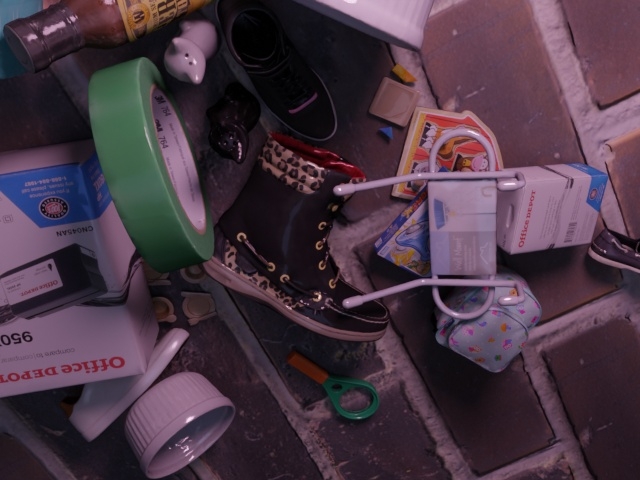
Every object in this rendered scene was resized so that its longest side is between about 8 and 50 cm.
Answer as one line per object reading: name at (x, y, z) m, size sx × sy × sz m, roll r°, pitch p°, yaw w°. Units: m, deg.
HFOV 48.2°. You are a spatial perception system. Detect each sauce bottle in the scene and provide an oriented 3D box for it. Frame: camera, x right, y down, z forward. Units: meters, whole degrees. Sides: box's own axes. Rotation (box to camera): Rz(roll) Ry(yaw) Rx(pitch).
sauce bottle at (-0.271, -0.338, 1.007) m, size 0.344 × 0.111 × 0.111 m, roll -38°, pitch 118°, yaw -25°

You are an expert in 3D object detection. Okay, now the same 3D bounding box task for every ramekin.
ramekin at (-0.278, 0.348, 1.379) m, size 0.109 × 0.207 × 0.207 m, roll 45°, pitch 109°, yaw 23°
ramekin at (0.042, -0.387, 1.023) m, size 0.277 × 0.277 × 0.135 m, roll 20°, pitch 104°, yaw -15°

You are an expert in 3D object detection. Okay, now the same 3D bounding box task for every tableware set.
tableware set at (-0.273, 0.092, 1.352) m, size 0.141 × 0.020 × 0.168 m, roll -6°, pitch 116°, yaw -3°

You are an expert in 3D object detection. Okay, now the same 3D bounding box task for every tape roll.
tape roll at (-0.249, -0.112, 1.090) m, size 0.077 × 0.321 × 0.321 m, roll -16°, pitch 116°, yaw 1°

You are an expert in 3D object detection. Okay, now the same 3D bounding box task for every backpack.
backpack at (0.325, 0.145, 1.376) m, size 0.166 × 0.144 × 0.188 m, roll 31°, pitch 105°, yaw -13°

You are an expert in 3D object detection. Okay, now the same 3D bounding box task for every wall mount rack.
wall mount rack at (0.189, -0.005, 1.213) m, size 0.304 × 0.130 × 0.349 m, roll -1°, pitch 108°, yaw 13°

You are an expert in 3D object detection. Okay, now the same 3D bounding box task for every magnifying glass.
magnifying glass at (0.026, 0.297, 1.482) m, size 0.231 × 0.026 × 0.092 m, roll 36°, pitch 107°, yaw -22°

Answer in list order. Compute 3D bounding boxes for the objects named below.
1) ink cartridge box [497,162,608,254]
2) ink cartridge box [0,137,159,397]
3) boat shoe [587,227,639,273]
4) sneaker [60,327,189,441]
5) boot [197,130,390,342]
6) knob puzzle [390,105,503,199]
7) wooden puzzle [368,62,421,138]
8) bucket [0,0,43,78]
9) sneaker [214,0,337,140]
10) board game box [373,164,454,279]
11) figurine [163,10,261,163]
ink cartridge box at (0.406, -0.060, 1.288) m, size 0.191 × 0.082 × 0.139 m, roll -5°, pitch 117°, yaw -23°
ink cartridge box at (-0.468, 0.050, 1.222) m, size 0.286 × 0.166 × 0.394 m, roll -9°, pitch 114°, yaw 1°
boat shoe at (0.626, 0.025, 1.386) m, size 0.206 × 0.075 × 0.064 m, roll 13°, pitch 117°, yaw -7°
sneaker at (-0.384, 0.252, 1.371) m, size 0.290 × 0.106 × 0.123 m, roll -43°, pitch 93°, yaw 4°
boot at (0.000, 0.000, 1.271) m, size 0.378 × 0.138 × 0.284 m, roll 26°, pitch 110°, yaw -6°
knob puzzle at (0.242, -0.140, 1.290) m, size 0.213 × 0.030 × 0.213 m, roll -2°, pitch 115°, yaw -5°
wooden puzzle at (0.129, -0.241, 1.240) m, size 0.079 × 0.014 × 0.116 m, roll 28°, pitch 109°, yaw -13°
bucket at (-0.518, -0.342, 0.988) m, size 0.281 × 0.281 × 0.183 m, roll 3°, pitch 119°, yaw -8°
sneaker at (-0.065, -0.260, 1.136) m, size 0.105 × 0.147 × 0.295 m, roll -34°, pitch 115°, yaw 8°
board game box at (0.213, -0.026, 1.319) m, size 0.136 × 0.035 × 0.201 m, roll 28°, pitch 115°, yaw -27°
figurine at (-0.170, -0.235, 1.101) m, size 0.092 × 0.209 × 0.214 m, roll -26°, pitch 115°, yaw 6°
